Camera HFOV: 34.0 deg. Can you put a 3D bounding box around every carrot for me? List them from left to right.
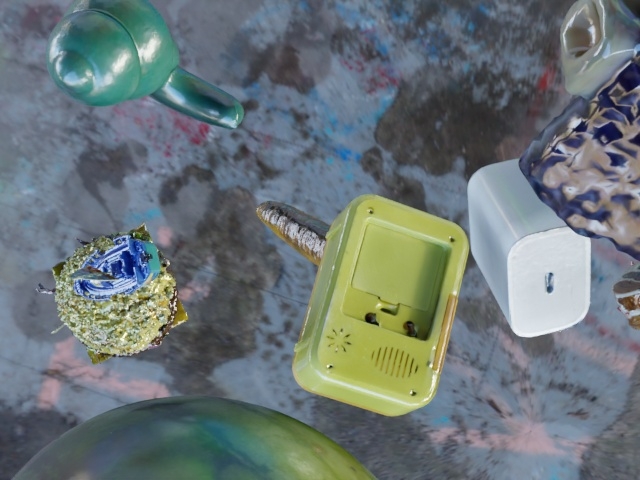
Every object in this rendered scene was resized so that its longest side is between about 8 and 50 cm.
[{"bbox_3d":[0.000,0.000,1.434,0.314,0.066,0.066,29,86,46],"label":"carrot"}]

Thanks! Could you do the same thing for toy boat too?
[{"bbox_3d":[-0.340,0.050,1.616,0.175,0.110,0.091,-23,77,39],"label":"toy boat"}]

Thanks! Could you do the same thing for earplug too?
[{"bbox_3d":[-0.262,-0.235,1.470,0.163,0.280,0.257,-16,103,32],"label":"earplug"}]

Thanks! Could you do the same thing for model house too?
[{"bbox_3d":[0.260,-0.138,0.681,0.284,0.243,0.299,9,61,-28],"label":"model house"}]

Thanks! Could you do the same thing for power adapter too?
[{"bbox_3d":[0.295,-0.010,1.544,0.124,0.187,0.255,-12,36,-4],"label":"power adapter"}]

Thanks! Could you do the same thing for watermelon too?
[{"bbox_3d":[-0.059,0.195,0.508,0.242,0.242,0.242,-2,79,11],"label":"watermelon"}]

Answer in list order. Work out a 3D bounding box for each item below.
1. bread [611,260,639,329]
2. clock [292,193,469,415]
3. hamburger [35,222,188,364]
[{"bbox_3d":[0.521,0.067,1.592,0.160,0.160,0.073,-34,97,4],"label":"bread"},{"bbox_3d":[0.062,0.068,1.078,0.143,0.096,0.202,20,70,-10],"label":"clock"},{"bbox_3d":[-0.381,0.100,1.901,0.261,0.138,0.243,-29,85,10],"label":"hamburger"}]
